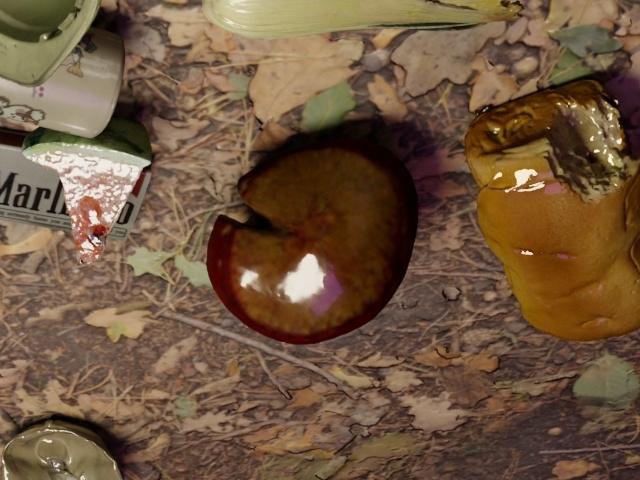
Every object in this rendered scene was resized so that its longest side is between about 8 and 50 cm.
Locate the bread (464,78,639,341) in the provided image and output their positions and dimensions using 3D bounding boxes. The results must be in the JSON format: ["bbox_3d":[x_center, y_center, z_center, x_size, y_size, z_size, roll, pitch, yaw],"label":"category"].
[{"bbox_3d":[0.290,-0.018,1.542,0.195,0.148,0.344,-20,138,11],"label":"bread"}]

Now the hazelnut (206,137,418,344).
[{"bbox_3d":[0.000,0.000,1.484,0.251,0.217,0.217,-45,132,4],"label":"hazelnut"}]

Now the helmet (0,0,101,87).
[{"bbox_3d":[-0.242,-0.276,1.161,0.204,0.137,0.257,38,138,8],"label":"helmet"}]

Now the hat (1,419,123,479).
[{"bbox_3d":[-0.363,0.311,1.884,0.166,0.144,0.173,-5,-177,-7],"label":"hat"}]

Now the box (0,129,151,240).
[{"bbox_3d":[-0.286,-0.061,1.475,0.178,0.036,0.115,10,133,-20],"label":"box"}]

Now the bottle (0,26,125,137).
[{"bbox_3d":[-0.313,-0.176,1.283,0.233,0.110,0.110,13,135,-24],"label":"bottle"}]

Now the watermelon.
[{"bbox_3d":[-0.222,-0.066,1.401,0.121,0.098,0.158,-16,115,8],"label":"watermelon"}]

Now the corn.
[{"bbox_3d":[0.041,-0.248,1.250,0.305,0.122,0.123,-3,120,-8],"label":"corn"}]
